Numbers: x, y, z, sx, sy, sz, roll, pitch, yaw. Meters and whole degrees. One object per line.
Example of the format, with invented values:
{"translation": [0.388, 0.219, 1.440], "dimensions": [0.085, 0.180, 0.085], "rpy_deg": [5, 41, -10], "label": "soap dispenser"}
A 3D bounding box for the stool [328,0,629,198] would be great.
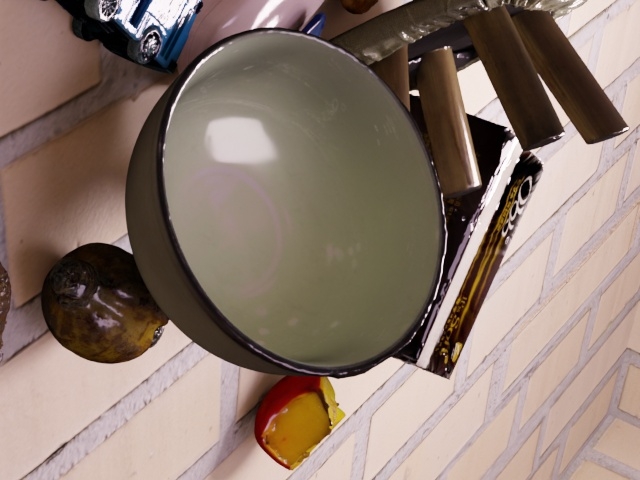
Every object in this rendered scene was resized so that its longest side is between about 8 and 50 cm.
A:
{"translation": [0.197, -0.191, 1.761], "dimensions": [0.310, 0.310, 0.226], "rpy_deg": [-11, 83, -59], "label": "stool"}

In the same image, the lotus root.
{"translation": [-0.225, 0.064, 1.440], "dimensions": [0.120, 0.120, 0.209], "rpy_deg": [-62, 156, -8], "label": "lotus root"}

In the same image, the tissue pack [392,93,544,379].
{"translation": [0.150, 0.000, 2.025], "dimensions": [0.370, 0.210, 0.198], "rpy_deg": [-65, 160, -1], "label": "tissue pack"}

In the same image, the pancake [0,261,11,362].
{"translation": [-0.379, 0.105, 1.238], "dimensions": [0.282, 0.049, 0.282], "rpy_deg": [-46, 149, -39], "label": "pancake"}

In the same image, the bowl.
{"translation": [-0.060, -0.021, 1.430], "dimensions": [0.353, 0.185, 0.354], "rpy_deg": [12, 70, -35], "label": "bowl"}

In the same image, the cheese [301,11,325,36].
{"translation": [-0.032, -0.174, 1.624], "dimensions": [0.156, 0.064, 0.250], "rpy_deg": [-50, 170, -28], "label": "cheese"}

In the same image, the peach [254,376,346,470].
{"translation": [-0.032, 0.253, 1.995], "dimensions": [0.151, 0.118, 0.151], "rpy_deg": [-2, 90, -78], "label": "peach"}

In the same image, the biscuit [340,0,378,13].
{"translation": [0.067, -0.352, 1.732], "dimensions": [0.224, 0.033, 0.145], "rpy_deg": [-43, 156, -56], "label": "biscuit"}

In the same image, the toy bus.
{"translation": [-0.186, -0.233, 1.281], "dimensions": [0.106, 0.090, 0.184], "rpy_deg": [-65, 155, -8], "label": "toy bus"}

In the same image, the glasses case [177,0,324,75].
{"translation": [-0.056, -0.269, 1.527], "dimensions": [0.297, 0.075, 0.113], "rpy_deg": [-52, 155, -30], "label": "glasses case"}
